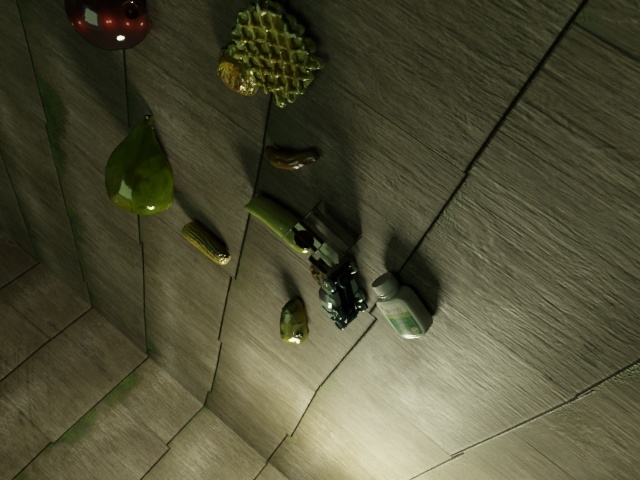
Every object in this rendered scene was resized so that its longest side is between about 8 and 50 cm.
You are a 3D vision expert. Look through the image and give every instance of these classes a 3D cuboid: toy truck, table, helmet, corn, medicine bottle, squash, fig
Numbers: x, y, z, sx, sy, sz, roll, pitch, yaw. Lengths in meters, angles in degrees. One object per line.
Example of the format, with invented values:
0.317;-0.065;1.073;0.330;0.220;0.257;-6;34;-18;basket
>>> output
0.043;0.147;1.570;0.140;0.108;0.257;30;148;43;toy truck
0.000;0.000;1.393;0.146;0.175;0.062;43;145;2;table
-0.531;-0.580;1.349;0.189;0.193;0.216;9;161;38;helmet
-0.405;0.009;1.912;0.203;0.072;0.072;39;145;5;corn
0.215;0.175;1.451;0.183;0.069;0.119;55;146;-12;medicine bottle
-0.112;-0.051;1.543;0.250;0.083;0.083;36;145;16;squash
-0.591;-0.238;1.762;0.233;0.233;0.314;2;99;45;fig

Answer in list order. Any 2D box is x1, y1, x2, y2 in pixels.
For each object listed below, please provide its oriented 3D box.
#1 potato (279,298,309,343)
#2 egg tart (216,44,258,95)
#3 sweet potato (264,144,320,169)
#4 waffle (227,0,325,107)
-0.089;0.283;1.848;0.085;0.105;0.188;35;136;45;potato
-0.202;-0.401;1.295;0.130;0.052;0.130;25;143;21;egg tart
-0.072;-0.205;1.364;0.182;0.054;0.053;9;141;37;sweet potato
-0.100;-0.417;1.171;0.223;0.054;0.204;47;145;-6;waffle
